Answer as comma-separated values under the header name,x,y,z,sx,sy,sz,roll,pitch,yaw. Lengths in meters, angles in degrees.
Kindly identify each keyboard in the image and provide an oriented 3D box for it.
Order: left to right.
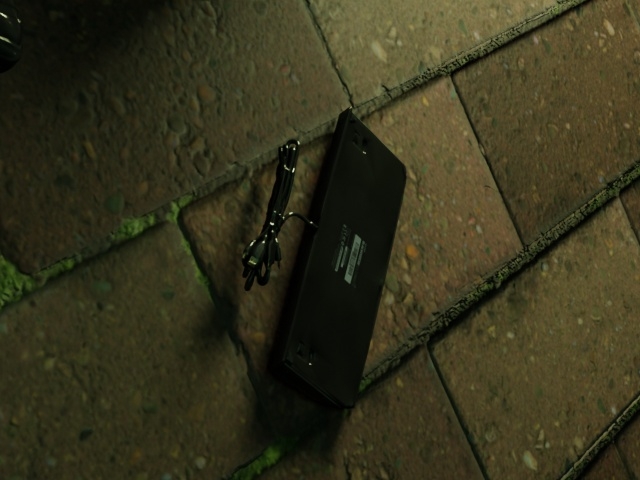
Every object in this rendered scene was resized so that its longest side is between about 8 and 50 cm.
name,x,y,z,sx,sy,sz,roll,pitch,yaw
keyboard,0.000,0.000,1.397,0.201,0.033,0.317,43,48,-37

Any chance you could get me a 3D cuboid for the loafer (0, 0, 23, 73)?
name,x,y,z,sx,sy,sz,roll,pitch,yaw
loafer,-0.333,-0.198,1.087,0.223,0.076,0.078,21,57,-46
